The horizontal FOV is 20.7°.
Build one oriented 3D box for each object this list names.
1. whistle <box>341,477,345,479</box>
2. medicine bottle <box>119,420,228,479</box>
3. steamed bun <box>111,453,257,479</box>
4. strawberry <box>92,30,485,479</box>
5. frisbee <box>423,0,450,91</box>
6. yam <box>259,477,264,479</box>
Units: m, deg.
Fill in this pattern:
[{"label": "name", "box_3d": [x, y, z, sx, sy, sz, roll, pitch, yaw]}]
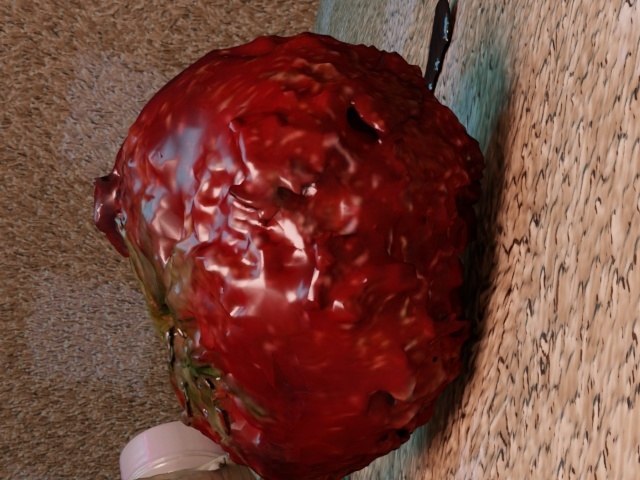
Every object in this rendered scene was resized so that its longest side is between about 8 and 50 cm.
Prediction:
[{"label": "whistle", "box_3d": [0.004, 0.210, 1.430, 0.035, 0.035, 0.100, 111, 170, -62]}, {"label": "medicine bottle", "box_3d": [-0.104, 0.307, 1.537, 0.161, 0.111, 0.296, 112, 152, -47]}, {"label": "steamed bun", "box_3d": [-0.102, 0.287, 1.038, 0.206, 0.275, 0.320, -32, 9, 17]}, {"label": "strawberry", "box_3d": [0.000, 0.000, 1.051, 0.274, 0.220, 0.274, 51, 156, 33]}, {"label": "frisbee", "box_3d": [0.075, -0.091, 1.458, 0.187, 0.012, 0.211, -159, 80, -85]}, {"label": "yam", "box_3d": [-0.032, 0.248, 1.594, 0.066, 0.066, 0.299, -85, 8, -53]}]
